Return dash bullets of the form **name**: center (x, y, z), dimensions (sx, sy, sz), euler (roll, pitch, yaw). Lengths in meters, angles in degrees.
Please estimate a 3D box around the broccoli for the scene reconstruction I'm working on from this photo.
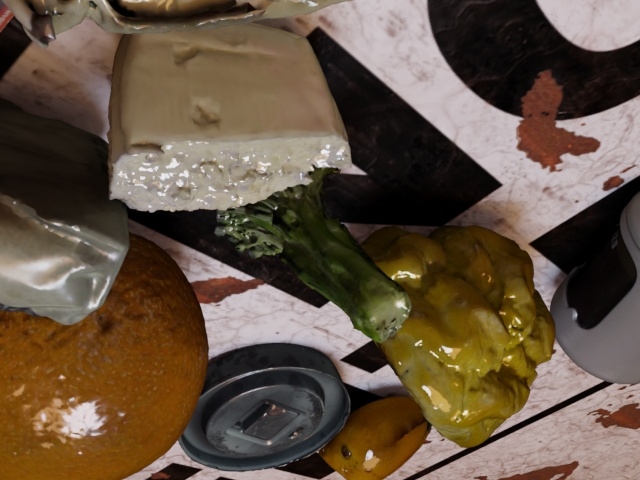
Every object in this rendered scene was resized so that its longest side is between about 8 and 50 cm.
- **broccoli**: center (-0.005, 0.006, 0.790), dimensions (0.145, 0.304, 0.165), euler (-18, 129, -26)

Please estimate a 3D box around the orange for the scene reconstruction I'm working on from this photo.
- **orange**: center (-0.303, 0.150, 0.874), dimensions (0.321, 0.322, 0.357), euler (8, 148, -24)

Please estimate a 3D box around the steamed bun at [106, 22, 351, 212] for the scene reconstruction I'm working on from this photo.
- **steamed bun**: center (-0.093, -0.110, 0.703), dimensions (0.225, 0.200, 0.170), euler (3, 152, -19)

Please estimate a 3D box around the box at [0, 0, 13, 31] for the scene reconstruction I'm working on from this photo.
- **box**: center (-0.306, -0.237, 0.521), dimensions (0.194, 0.148, 0.177), euler (-35, 138, 26)

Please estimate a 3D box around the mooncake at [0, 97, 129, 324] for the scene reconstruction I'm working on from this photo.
- **mooncake**: center (-0.310, -0.036, 0.671), dimensions (0.250, 0.254, 0.136), euler (18, 116, -21)

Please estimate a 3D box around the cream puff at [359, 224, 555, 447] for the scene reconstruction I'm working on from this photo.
- **cream puff**: center (0.194, 0.099, 0.985), dimensions (0.257, 0.291, 0.325), euler (-36, 113, -4)

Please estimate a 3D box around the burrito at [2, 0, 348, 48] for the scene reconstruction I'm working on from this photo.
- **burrito**: center (-0.065, -0.239, 0.448), dimensions (0.331, 0.135, 0.191), euler (-10, 120, -3)

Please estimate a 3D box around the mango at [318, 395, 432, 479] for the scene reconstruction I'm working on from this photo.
- **mango**: center (0.124, 0.377, 1.387), dimensions (0.236, 0.136, 0.166), euler (-16, 156, -43)

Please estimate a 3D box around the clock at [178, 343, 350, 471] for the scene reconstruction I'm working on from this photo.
- **clock**: center (-0.101, 0.302, 1.274), dimensions (0.312, 0.061, 0.313), euler (-9, 134, -10)

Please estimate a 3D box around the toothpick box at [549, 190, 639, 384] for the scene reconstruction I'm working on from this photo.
- **toothpick box**: center (0.498, 0.093, 1.099), dimensions (0.228, 0.229, 0.316), euler (2, 140, -18)
